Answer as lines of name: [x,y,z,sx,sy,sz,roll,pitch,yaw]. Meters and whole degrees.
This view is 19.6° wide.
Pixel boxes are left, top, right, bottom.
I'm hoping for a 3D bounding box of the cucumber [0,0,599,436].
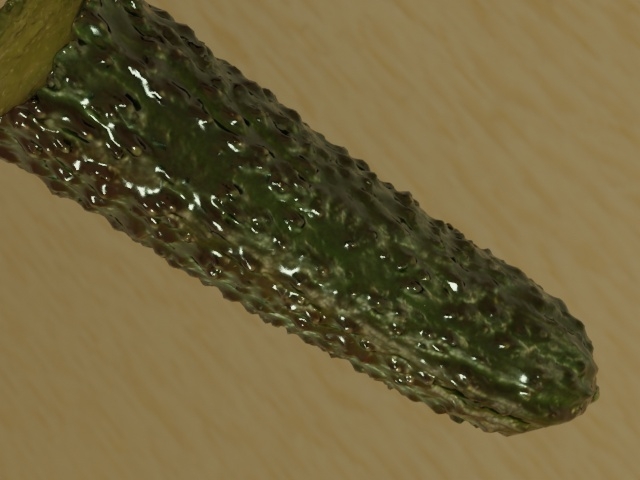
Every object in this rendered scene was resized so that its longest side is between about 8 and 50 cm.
cucumber: [0.000,0.000,0.862,0.359,0.096,0.096,34,108,-32]
